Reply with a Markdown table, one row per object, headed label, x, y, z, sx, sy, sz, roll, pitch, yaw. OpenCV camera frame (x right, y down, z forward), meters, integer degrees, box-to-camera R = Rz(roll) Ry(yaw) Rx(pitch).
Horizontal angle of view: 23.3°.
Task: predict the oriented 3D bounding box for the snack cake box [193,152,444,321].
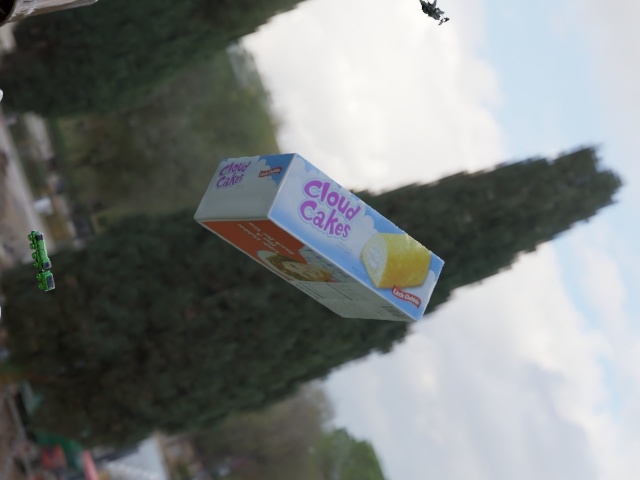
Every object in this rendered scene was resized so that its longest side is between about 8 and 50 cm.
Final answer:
| label | x | y | z | sx | sy | sz | roll | pitch | yaw |
| --- | --- | --- | --- | --- | --- | --- | --- | --- | --- |
| snack cake box | 0.000 | 0.000 | 1.864 | 0.264 | 0.089 | 0.152 | 35 | -20 | -33 |

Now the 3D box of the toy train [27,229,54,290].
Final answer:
| label | x | y | z | sx | sy | sz | roll | pitch | yaw |
| --- | --- | --- | --- | --- | --- | --- | --- | --- | --- |
| toy train | -0.368 | 0.027 | 2.050 | 0.024 | 0.017 | 0.083 | 1 | -76 | 45 |

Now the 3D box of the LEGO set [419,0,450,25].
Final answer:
| label | x | y | z | sx | sy | sz | roll | pitch | yaw |
| --- | --- | --- | --- | --- | --- | --- | --- | --- | --- |
| LEGO set | 0.147 | -0.301 | 2.063 | 0.054 | 0.023 | 0.083 | 45 | -2 | 25 |

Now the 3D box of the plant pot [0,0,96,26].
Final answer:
| label | x | y | z | sx | sy | sz | roll | pitch | yaw |
| --- | --- | --- | --- | --- | --- | --- | --- | --- | --- |
| plant pot | -0.406 | -0.394 | 2.222 | 0.167 | 0.165 | 0.167 | 17 | -67 | 46 |

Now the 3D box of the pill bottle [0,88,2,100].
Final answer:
| label | x | y | z | sx | sy | sz | roll | pitch | yaw |
| --- | --- | --- | --- | --- | --- | --- | --- | --- | --- |
| pill bottle | -0.444 | -0.196 | 1.606 | 0.219 | 0.123 | 0.123 | 51 | -1 | -17 |
